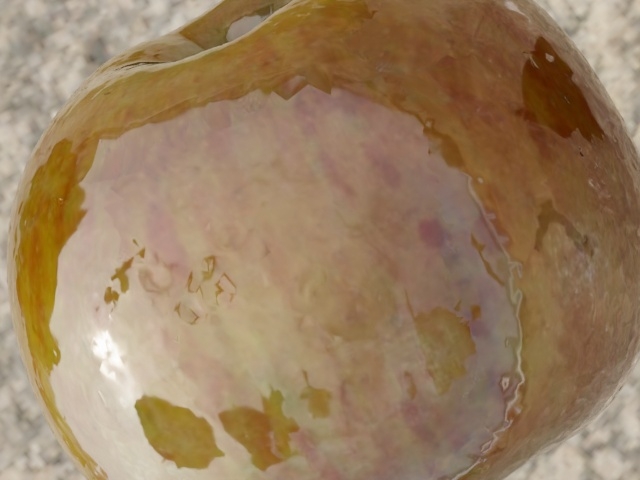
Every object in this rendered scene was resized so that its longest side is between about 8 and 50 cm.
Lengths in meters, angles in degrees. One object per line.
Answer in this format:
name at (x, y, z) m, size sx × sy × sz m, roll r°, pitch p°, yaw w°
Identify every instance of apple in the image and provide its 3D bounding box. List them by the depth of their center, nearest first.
apple at (0.000, 0.000, 1.035) m, size 0.400 × 0.400 × 0.333 m, roll -24°, pitch 87°, yaw 41°
